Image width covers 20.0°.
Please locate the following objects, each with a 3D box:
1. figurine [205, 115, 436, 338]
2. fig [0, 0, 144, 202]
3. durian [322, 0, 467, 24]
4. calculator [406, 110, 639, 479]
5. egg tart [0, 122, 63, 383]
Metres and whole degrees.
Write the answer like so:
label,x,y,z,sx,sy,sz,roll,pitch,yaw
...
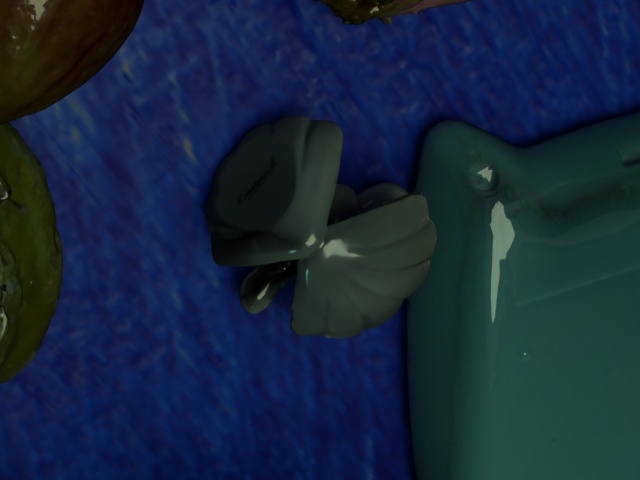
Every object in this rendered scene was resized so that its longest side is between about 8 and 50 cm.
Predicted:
label,x,y,z,sx,sy,sz,roll,pitch,yaw
figurine,0.000,0.000,0.807,0.094,0.082,0.086,-47,135,11
fig,-0.122,-0.078,0.708,0.089,0.089,0.125,24,76,-26
durian,0.145,-0.190,0.768,0.341,0.112,0.191,-8,113,-16
calculator,0.173,0.103,0.914,0.256,0.054,0.386,-17,116,-15
egg tart,-0.193,0.012,0.727,0.197,0.078,0.197,-7,109,-21
